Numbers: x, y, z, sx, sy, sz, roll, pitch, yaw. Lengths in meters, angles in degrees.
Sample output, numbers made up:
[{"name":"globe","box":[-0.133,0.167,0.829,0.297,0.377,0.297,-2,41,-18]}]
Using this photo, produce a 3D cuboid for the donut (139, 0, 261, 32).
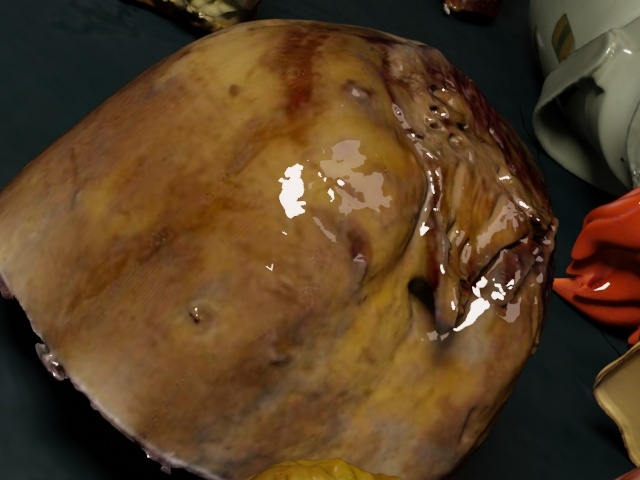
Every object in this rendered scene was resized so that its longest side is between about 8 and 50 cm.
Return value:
[{"name":"donut","box":[-0.173,-0.277,0.919,0.345,0.136,0.259,18,41,-42]}]

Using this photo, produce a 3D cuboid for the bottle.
[{"name":"bottle","box":[0.297,-0.138,1.245,0.229,0.229,0.351,35,23,-17]}]

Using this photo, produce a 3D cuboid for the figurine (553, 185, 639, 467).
[{"name":"figurine","box":[0.273,0.028,1.015,0.181,0.208,0.257,23,48,-2]}]

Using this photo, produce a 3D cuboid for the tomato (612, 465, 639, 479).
[{"name":"tomato","box":[0.251,0.204,0.810,0.181,0.155,0.214,-4,55,-50]}]

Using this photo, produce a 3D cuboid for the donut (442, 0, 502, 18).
[{"name":"donut","box":[0.135,-0.311,1.417,0.141,0.085,0.217,6,44,-49]}]

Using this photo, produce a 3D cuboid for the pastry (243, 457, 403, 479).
[{"name":"pastry","box":[0.013,0.183,0.568,0.189,0.103,0.188,32,30,-22]}]

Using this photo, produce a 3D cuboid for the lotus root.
[{"name":"lotus root","box":[0.000,0.000,0.688,0.272,0.192,0.272,41,19,-17]}]
